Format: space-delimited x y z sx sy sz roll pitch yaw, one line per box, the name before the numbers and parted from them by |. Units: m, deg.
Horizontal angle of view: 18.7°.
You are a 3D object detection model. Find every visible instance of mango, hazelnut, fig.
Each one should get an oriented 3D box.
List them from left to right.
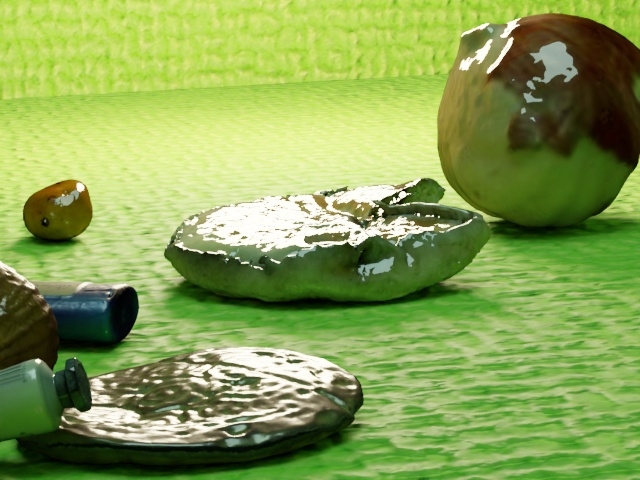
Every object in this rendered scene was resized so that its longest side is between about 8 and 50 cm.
fig | -0.260 0.089 1.418 0.119 0.119 0.153 3 43 25
mango | -0.291 -0.033 2.164 0.080 0.060 0.114 -18 14 -3
hazelnut | 0.238 -0.136 2.155 0.261 0.241 0.261 -46 5 6

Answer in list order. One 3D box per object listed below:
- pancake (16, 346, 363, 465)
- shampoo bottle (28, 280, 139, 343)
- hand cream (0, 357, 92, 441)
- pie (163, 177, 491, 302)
pancake | -0.100 0.117 1.391 0.250 0.031 0.250 -4 13 1
shampoo bottle | -0.254 0.060 1.677 0.183 0.050 0.087 1 14 14
hand cream | -0.269 0.126 1.302 0.234 0.050 0.080 -15 8 4
pie | 0.000 0.000 1.910 0.337 0.075 0.337 -7 13 1
